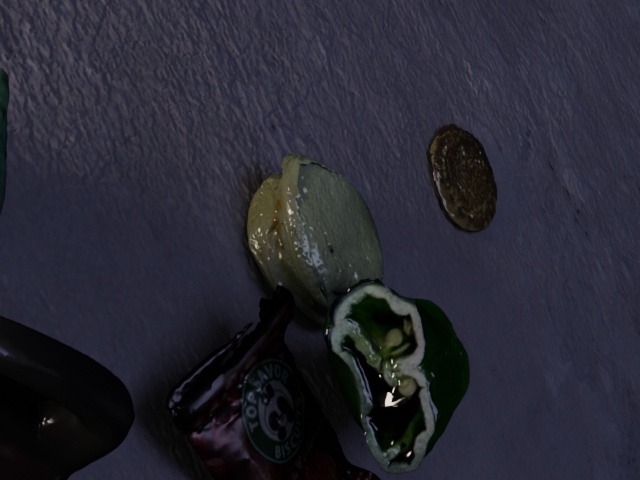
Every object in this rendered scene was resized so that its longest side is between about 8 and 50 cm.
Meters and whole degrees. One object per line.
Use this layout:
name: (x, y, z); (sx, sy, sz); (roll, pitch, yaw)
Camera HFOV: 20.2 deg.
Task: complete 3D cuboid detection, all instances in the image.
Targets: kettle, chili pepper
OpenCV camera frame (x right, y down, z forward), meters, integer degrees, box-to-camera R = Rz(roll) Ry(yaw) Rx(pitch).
kettle: (-0.229, 0.079, 0.970); (0.232, 0.202, 0.144); (29, 44, -44)
chili pepper: (0.063, 0.098, 1.411); (0.136, 0.099, 0.270); (59, 4, 4)

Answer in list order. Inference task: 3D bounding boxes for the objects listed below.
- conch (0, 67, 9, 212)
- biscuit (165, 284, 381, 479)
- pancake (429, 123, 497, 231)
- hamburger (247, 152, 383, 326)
conch: (-0.272, -0.046, 1.028); (0.202, 0.196, 0.134); (6, 86, -30)
biscuit: (-0.025, 0.160, 1.346); (0.235, 0.063, 0.151); (63, 33, -26)
pancake: (0.139, -0.061, 1.743); (0.115, 0.011, 0.115); (30, 51, -46)
hamburger: (0.000, 0.000, 1.467); (0.140, 0.062, 0.133); (33, 48, -41)
